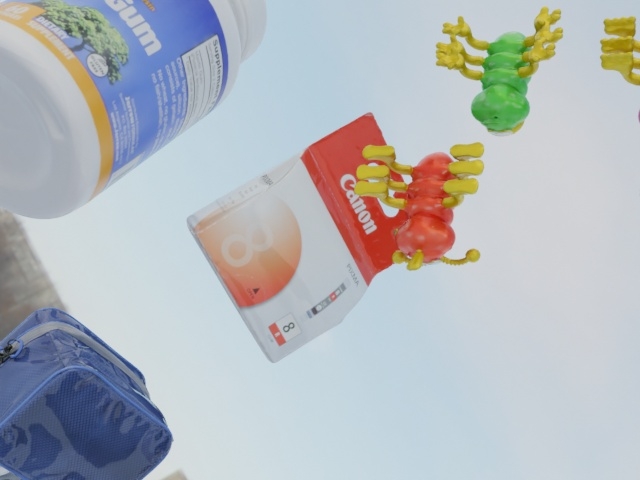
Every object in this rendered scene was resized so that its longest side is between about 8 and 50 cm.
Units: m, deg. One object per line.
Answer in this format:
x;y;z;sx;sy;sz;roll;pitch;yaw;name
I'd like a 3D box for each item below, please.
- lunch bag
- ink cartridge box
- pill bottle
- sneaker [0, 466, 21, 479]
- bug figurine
-0.130;0.082;0.525;0.098;0.067;0.065;50;-2;-37;lunch bag
0.000;0.000;0.869;0.145;0.179;0.045;62;-3;-28;ink cartridge box
-0.157;-0.142;0.815;0.152;0.272;0.152;17;-52;23;pill bottle
-0.431;0.271;1.235;0.226;0.086;0.163;5;-33;14;sneaker
0.174;-0.064;0.712;0.279;0.216;0.072;3;-29;26;bug figurine
